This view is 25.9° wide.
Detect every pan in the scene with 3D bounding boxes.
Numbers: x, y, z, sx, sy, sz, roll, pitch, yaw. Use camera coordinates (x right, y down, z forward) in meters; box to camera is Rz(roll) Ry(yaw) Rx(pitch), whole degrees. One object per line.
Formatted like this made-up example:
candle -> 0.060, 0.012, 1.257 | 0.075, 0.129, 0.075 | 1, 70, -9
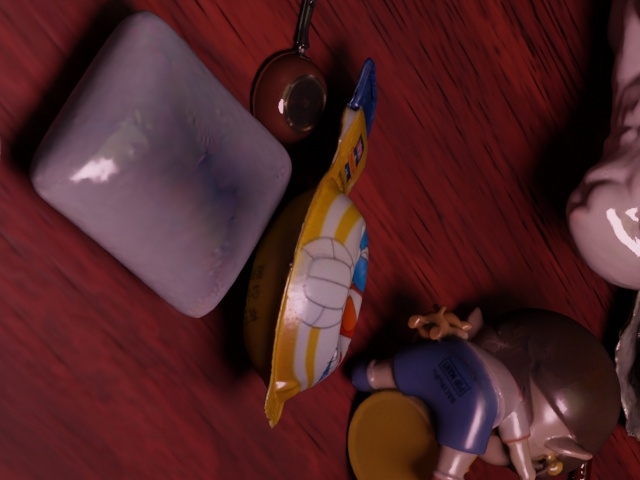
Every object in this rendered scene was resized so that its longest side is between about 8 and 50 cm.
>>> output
pan -> -0.013, -0.124, 1.002 | 0.068, 0.023, 0.115 | 12, 91, -45

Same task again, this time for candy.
candy -> -0.099, -0.045, 0.898 | 0.174, 0.071, 0.138 | 45, 67, -41

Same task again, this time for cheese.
cheese -> 0.000, 0.000, 0.993 | 0.177, 0.069, 0.270 | 79, 25, -68

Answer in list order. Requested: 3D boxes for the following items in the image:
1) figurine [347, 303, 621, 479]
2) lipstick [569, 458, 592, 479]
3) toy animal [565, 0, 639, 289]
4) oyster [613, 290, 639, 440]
figurine -> 0.151, 0.134, 1.152 | 0.276, 0.161, 0.158 | -2, 142, -43
lipstick -> 0.250, 0.273, 1.366 | 0.027, 0.027, 0.176 | -1, 98, -46
toy animal -> 0.330, -0.113, 1.221 | 0.258, 0.194, 0.357 | 34, 69, -48
oyster -> 0.372, 0.047, 1.362 | 0.162, 0.158, 0.350 | -48, 154, -74
